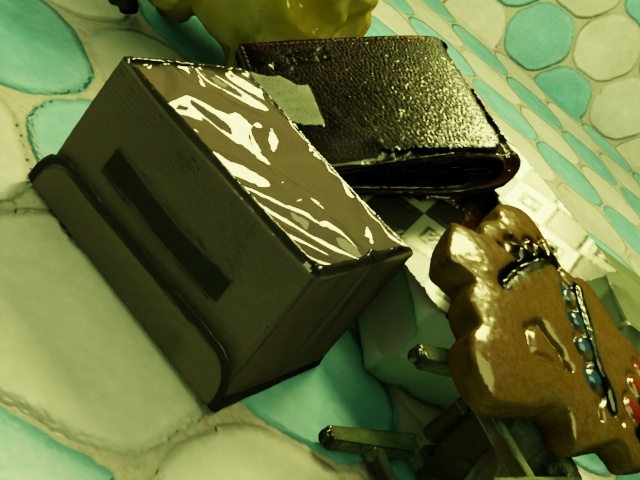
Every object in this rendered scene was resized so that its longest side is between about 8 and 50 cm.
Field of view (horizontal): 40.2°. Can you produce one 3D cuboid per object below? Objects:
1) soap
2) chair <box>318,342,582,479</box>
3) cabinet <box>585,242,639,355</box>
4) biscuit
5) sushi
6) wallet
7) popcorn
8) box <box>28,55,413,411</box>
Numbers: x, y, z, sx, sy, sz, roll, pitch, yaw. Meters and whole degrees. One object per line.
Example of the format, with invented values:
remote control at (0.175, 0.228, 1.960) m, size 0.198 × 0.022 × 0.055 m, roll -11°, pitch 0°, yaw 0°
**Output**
soap at (0.136, 0.039, 1.007) m, size 0.208 × 0.115 × 0.347 m, roll 31°, pitch 27°, yaw -25°
chair at (0.149, 0.194, 0.757) m, size 0.270 × 0.136 × 0.147 m, roll 16°, pitch 36°, yaw -45°
cabinet at (0.389, 0.135, 1.194) m, size 0.150 × 0.145 × 0.206 m, roll 34°, pitch 26°, yaw -17°
biscuit at (0.218, 0.092, 0.766) m, size 0.301 × 0.043 × 0.278 m, roll 38°, pitch 34°, yaw -14°
sushi at (0.139, -0.036, 0.940) m, size 0.263 × 0.050 × 0.290 m, roll -11°, pitch 54°, yaw -33°
wallet at (0.056, -0.141, 0.924) m, size 0.262 × 0.071 × 0.221 m, roll -5°, pitch 50°, yaw -19°
popcorn at (-0.096, -0.342, 1.066) m, size 0.381 × 0.349 × 0.349 m, roll -22°, pitch 65°, yaw -35°
box at (-0.077, -0.017, 0.739) m, size 0.252 × 0.153 × 0.188 m, roll 49°, pitch 25°, yaw 16°
